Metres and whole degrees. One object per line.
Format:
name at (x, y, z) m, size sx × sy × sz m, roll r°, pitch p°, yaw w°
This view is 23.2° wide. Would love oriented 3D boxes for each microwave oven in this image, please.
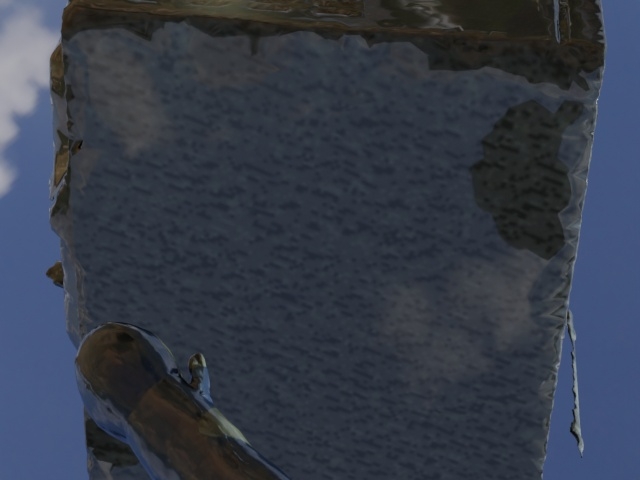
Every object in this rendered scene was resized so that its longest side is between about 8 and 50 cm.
microwave oven at (0.000, 0.000, 1.054) m, size 0.374 × 0.432 × 0.236 m, roll 5°, pitch -147°, yaw 5°

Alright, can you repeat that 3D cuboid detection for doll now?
doll at (-0.030, 0.067, 0.455) m, size 0.125 × 0.037 × 0.027 m, roll 41°, pitch -141°, yaw 26°
